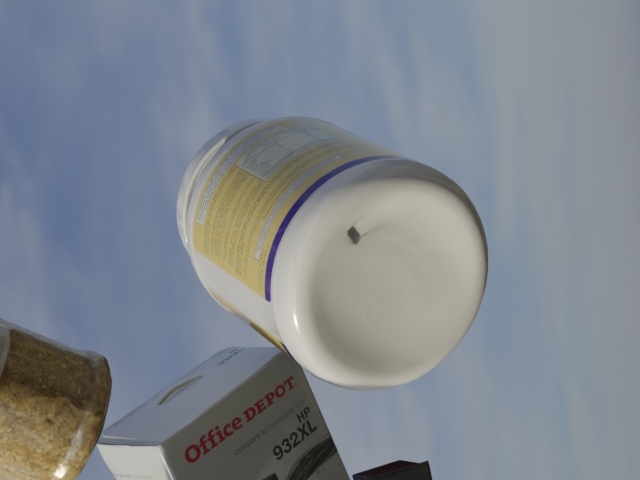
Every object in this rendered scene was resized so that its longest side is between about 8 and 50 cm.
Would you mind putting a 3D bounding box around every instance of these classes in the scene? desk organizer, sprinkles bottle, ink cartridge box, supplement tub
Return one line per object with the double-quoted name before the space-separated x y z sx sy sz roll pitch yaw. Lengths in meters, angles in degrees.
"desk organizer" 0.022 0.209 1.189 0.050 0.130 0.047 -10 93 67
"sprinkles bottle" -0.331 0.077 1.095 0.355 0.121 0.121 25 -134 -24
"ink cartridge box" -0.084 0.304 1.747 0.223 0.129 0.307 -34 -72 -38
"supplement tub" 0.000 0.000 1.638 0.331 0.241 0.241 31 138 59
